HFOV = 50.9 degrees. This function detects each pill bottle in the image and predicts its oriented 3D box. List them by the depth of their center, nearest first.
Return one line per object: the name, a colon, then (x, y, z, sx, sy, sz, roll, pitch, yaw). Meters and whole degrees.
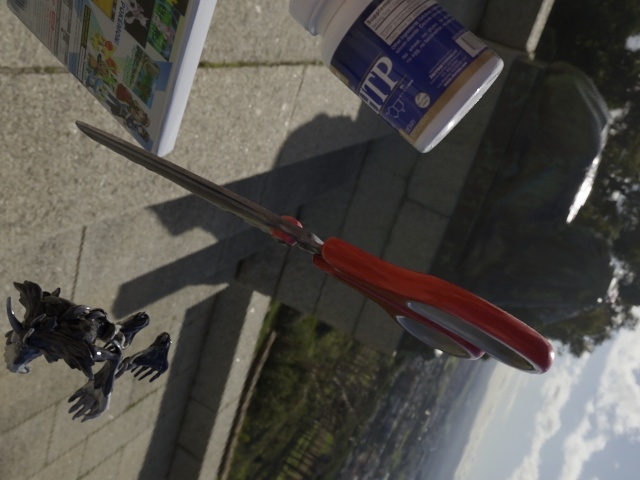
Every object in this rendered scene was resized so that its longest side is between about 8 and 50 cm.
pill bottle: (0.065, -0.182, 0.628, 0.112, 0.186, 0.112, -46, 175, -6)

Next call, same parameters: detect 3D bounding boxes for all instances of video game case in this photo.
video game case: (-0.239, -0.296, 0.737, 0.036, 0.300, 0.329, -37, 168, -39)

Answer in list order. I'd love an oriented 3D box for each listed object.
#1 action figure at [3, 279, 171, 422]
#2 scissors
action figure: (-0.302, 0.140, 0.836, 0.141, 0.164, 0.275, -54, 158, 2)
scissors: (0.000, 0.000, 0.380, 0.021, 0.297, 0.109, -61, -165, -14)
